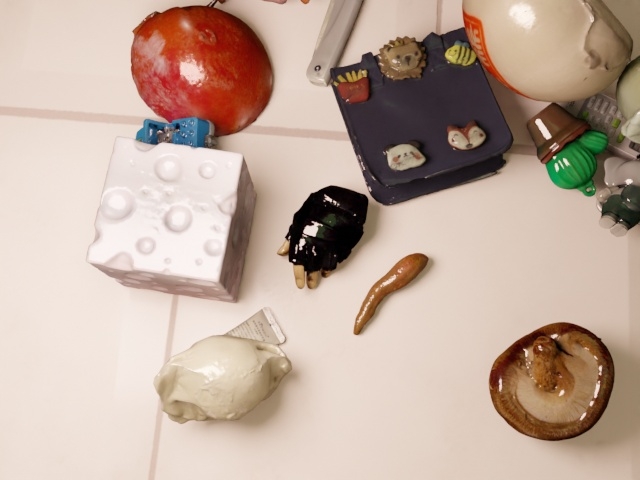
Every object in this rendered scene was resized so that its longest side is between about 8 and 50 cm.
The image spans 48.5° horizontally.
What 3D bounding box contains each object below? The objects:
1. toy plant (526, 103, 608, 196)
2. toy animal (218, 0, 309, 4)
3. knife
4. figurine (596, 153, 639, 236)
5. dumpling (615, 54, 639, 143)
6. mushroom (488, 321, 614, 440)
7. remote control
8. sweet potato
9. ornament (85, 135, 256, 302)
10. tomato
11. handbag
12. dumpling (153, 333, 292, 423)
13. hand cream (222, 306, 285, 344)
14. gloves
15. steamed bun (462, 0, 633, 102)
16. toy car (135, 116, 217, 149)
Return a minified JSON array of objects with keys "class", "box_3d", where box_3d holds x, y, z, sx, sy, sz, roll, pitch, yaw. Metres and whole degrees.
[{"class":"toy plant","box_3d":[0.509,-0.185,1.442,0.143,0.105,0.200,-38,89,-1]},{"class":"toy animal","box_3d":[-0.152,-0.591,1.519,0.281,0.169,0.195,3,34,7]},{"class":"knife","box_3d":[0.031,-0.457,1.547,0.073,0.040,0.266,15,77,16]},{"class":"figurine","box_3d":[0.615,-0.094,1.408,0.147,0.126,0.192,31,70,13]},{"class":"dumpling","box_3d":[0.677,-0.296,1.372,0.211,0.321,0.270,-16,119,24]},{"class":"mushroom","box_3d":[0.430,0.264,1.328,0.231,0.138,0.194,-27,91,6]},{"class":"remote control","box_3d":[0.610,-0.241,1.488,0.250,0.034,0.103,30,79,7]},{"class":"sweet potato","box_3d":[0.130,0.099,1.409,0.214,0.050,0.050,-44,80,-5]},{"class":"ornament","box_3d":[-0.267,-0.031,1.346,0.239,0.240,0.239,8,76,3]},{"class":"tomato","box_3d":[-0.251,-0.368,1.461,0.309,0.170,0.309,0,76,1]},{"class":"handbag","box_3d":[0.201,-0.265,1.459,0.303,0.122,0.329,-17,75,-3]},{"class":"dumpling","box_3d":[-0.175,0.267,1.306,0.258,0.193,0.147,-9,36,-21]},{"class":"hand cream","box_3d":[-0.187,0.217,1.387,0.234,0.050,0.080,-28,77,-10]},{"class":"gloves","box_3d":[0.000,0.000,1.405,0.164,0.124,0.203,10,68,22]},{"class":"steamed bun","box_3d":[0.421,-0.423,1.391,0.241,0.374,0.374,-39,76,31]},{"class":"toy car","box_3d":[-0.305,-0.195,1.425,0.191,0.100,0.097,-2,82,30]}]
